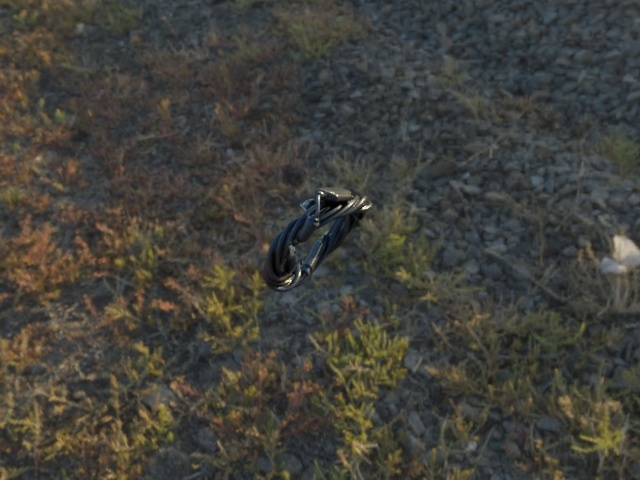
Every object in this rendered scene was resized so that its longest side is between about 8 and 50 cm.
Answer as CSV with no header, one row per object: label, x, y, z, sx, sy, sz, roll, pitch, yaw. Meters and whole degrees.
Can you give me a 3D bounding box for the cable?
cable,0.000,0.000,0.927,0.047,0.150,0.184,37,17,17
